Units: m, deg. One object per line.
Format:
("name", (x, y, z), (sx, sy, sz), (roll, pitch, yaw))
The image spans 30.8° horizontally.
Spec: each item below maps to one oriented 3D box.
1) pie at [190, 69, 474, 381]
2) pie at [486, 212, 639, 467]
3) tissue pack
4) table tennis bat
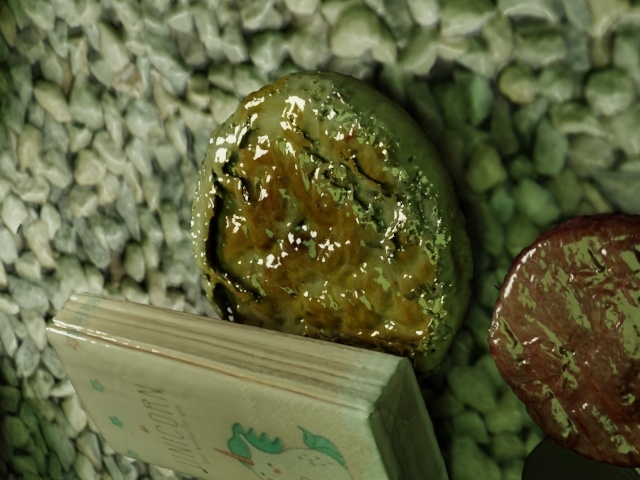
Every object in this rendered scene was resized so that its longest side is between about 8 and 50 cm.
("pie", (0.000, 0.000, 0.899), (0.274, 0.055, 0.274), (17, 119, 33))
("pie", (0.201, 0.069, 0.785), (0.182, 0.049, 0.182), (10, 110, 30))
("tissue pack", (-0.063, 0.138, 0.948), (0.325, 0.071, 0.170), (9, 138, 33))
("table tennis bat", (0.192, 0.214, 0.795), (0.170, 0.119, 0.107), (26, 119, 28))
